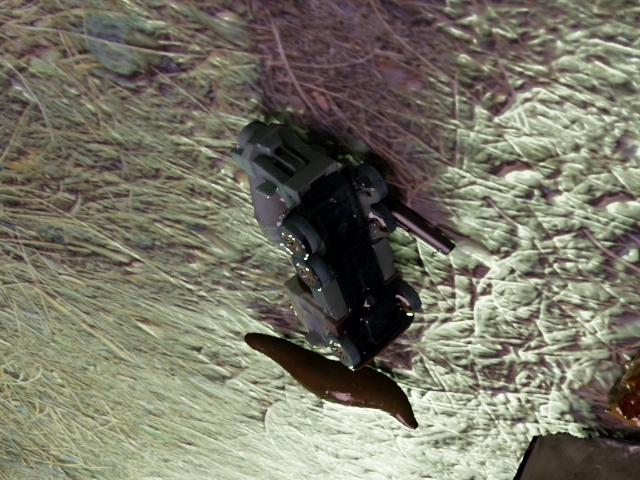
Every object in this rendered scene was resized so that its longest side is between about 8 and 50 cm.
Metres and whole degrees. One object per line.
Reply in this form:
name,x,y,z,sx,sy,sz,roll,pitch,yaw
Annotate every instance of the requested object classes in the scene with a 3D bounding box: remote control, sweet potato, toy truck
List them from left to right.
toy truck,0.000,0.000,1.545,0.140,0.108,0.256,31,153,42
sweet potato,0.008,0.164,1.888,0.250,0.059,0.069,22,-170,18
remote control,0.092,-0.012,1.546,0.091,0.016,0.034,35,152,-9

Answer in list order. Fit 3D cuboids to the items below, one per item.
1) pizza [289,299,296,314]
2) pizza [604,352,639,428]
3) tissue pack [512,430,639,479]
pizza,0.025,0.064,1.723,0.099,0.035,0.160,37,153,-14
pizza,0.382,0.146,1.467,0.290,0.081,0.228,10,147,37
tissue pack,0.374,0.433,1.777,0.253,0.264,0.416,4,144,44
